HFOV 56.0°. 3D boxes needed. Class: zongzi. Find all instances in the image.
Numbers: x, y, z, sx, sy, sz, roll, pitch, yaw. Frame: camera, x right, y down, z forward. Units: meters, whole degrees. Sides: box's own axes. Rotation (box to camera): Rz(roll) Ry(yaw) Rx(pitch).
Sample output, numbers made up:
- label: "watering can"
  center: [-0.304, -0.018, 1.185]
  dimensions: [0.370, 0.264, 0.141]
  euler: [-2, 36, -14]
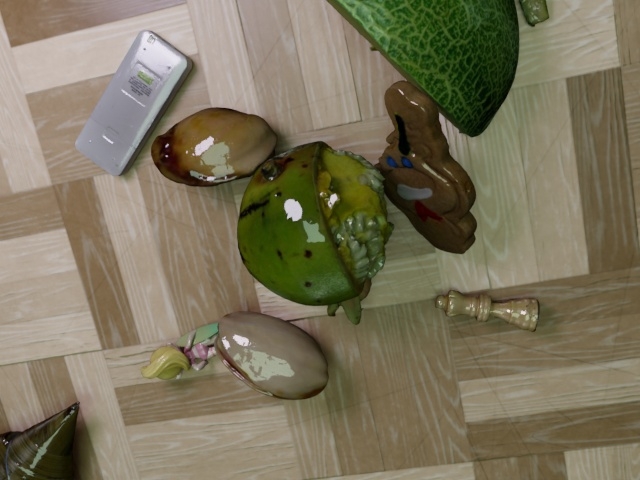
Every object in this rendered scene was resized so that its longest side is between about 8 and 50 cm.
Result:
- label: "zongzi"
  center: [-0.517, 0.478, 1.190]
  dimensions: [0.300, 0.138, 0.286]
  euler: [-33, 100, 11]

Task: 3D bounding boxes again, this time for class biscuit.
- label: "biscuit"
  center: [0.155, -0.102, 0.931]
  dimensions: [0.184, 0.047, 0.319]
  euler: [28, 152, 32]

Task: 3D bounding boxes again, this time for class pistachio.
- label: "pistachio"
  center: [-0.176, -0.152, 1.002]
  dimensions: [0.211, 0.165, 0.130]
  euler: [-5, 142, -4]
- label: "pistachio"
  center: [-0.086, 0.205, 1.065]
  dimensions: [0.215, 0.144, 0.143]
  euler: [23, 105, 1]

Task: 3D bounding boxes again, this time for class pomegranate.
- label: "pomegranate"
  center: [0.000, 0.000, 0.963]
  dimensions: [0.261, 0.260, 0.340]
  euler: [-13, 126, 10]

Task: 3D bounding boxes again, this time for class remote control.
- label: "remote control"
  center: [-0.327, -0.235, 1.047]
  dimensions: [0.103, 0.034, 0.250]
  euler: [35, 105, -2]

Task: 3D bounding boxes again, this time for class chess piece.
- label: "chess piece"
  center: [0.286, 0.119, 1.044]
  dimensions: [0.172, 0.060, 0.060]
  euler: [7, 104, 8]

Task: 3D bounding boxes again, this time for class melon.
- label: "melon"
  center: [0.171, -0.328, 0.899]
  dimensions: [0.344, 0.331, 0.226]
  euler: [39, 142, -10]

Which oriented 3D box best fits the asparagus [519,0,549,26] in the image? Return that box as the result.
- label: "asparagus"
  center: [0.305, -0.415, 0.918]
  dimensions: [0.041, 0.045, 0.178]
  euler: [-33, 104, -26]

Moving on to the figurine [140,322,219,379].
- label: "figurine"
  center: [-0.243, 0.210, 1.125]
  dimensions: [0.188, 0.083, 0.083]
  euler: [-19, 100, 1]
